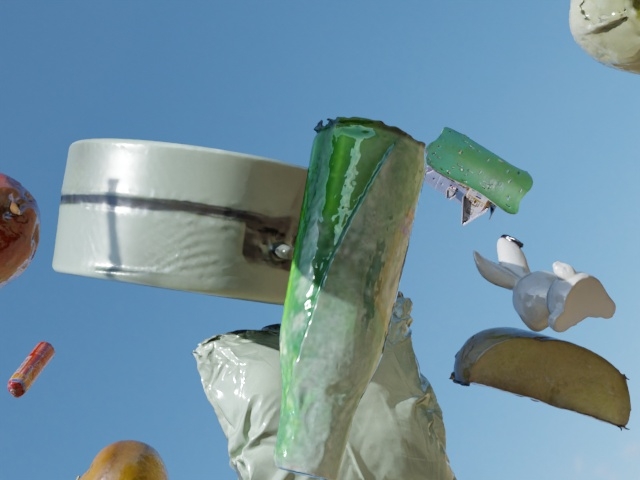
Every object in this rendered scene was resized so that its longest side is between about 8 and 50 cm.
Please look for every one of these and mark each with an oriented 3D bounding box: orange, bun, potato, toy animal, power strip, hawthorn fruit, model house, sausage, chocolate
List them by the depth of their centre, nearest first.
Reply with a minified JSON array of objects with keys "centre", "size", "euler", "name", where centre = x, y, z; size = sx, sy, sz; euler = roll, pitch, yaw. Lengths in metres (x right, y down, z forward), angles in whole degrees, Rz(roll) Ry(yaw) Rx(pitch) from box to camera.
[{"centre":[0.017,0.050,0.851],"size":[0.110,0.110,0.291],"euler":[34,-115,-60],"name":"chocolate"},{"centre":[-0.135,-0.017,1.215],"size":[0.357,0.357,0.161],"euler":[14,-97,-59],"name":"power strip"},{"centre":[0.446,-0.328,1.344],"size":[0.141,0.239,0.239],"euler":[-56,-16,-64],"name":"bun"},{"centre":[0.297,0.059,1.344],"size":[0.131,0.181,0.127],"euler":[-18,-78,-25],"name":"toy animal"},{"centre":[0.302,0.180,1.405],"size":[0.138,0.243,0.098],"euler":[131,156,-85],"name":"potato"},{"centre":[-0.295,0.375,1.518],"size":[0.156,0.134,0.156],"euler":[-41,8,7],"name":"orange"},{"centre":[-0.441,0.199,1.548],"size":[0.129,0.034,0.034],"euler":[-71,-2,-66],"name":"sausage"},{"centre":[0.225,-0.082,1.560],"size":[0.117,0.167,0.088],"euler":[-54,-8,-45],"name":"model house"},{"centre":[-0.553,-0.014,1.668],"size":[0.210,0.262,0.211],"euler":[35,-134,-46],"name":"hawthorn fruit"}]

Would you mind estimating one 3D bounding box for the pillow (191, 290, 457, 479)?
[{"centre":[0.006,0.222,1.301],"size":[0.309,0.283,0.138],"euler":[-8,-13,-14],"name":"pillow"}]
